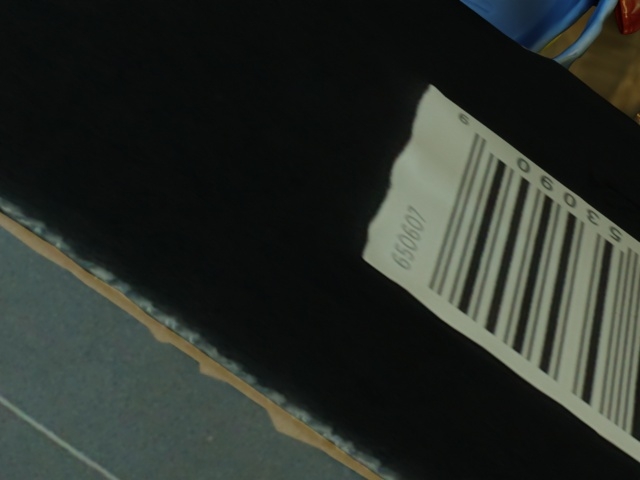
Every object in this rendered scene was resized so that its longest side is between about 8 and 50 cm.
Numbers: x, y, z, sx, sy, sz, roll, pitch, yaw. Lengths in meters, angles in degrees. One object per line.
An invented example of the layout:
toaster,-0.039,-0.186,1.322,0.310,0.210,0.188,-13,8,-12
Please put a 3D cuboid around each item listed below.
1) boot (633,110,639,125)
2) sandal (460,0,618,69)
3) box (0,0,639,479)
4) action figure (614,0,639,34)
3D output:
boot,0.176,-0.007,0.952,0.114,0.037,0.106,44,80,-14
sandal,0.119,-0.179,0.808,0.126,0.138,0.317,23,123,-2
box,-0.036,0.185,0.678,0.480,0.297,0.472,36,120,-8
action figure,0.279,-0.180,0.903,0.280,0.091,0.139,-10,112,-4
